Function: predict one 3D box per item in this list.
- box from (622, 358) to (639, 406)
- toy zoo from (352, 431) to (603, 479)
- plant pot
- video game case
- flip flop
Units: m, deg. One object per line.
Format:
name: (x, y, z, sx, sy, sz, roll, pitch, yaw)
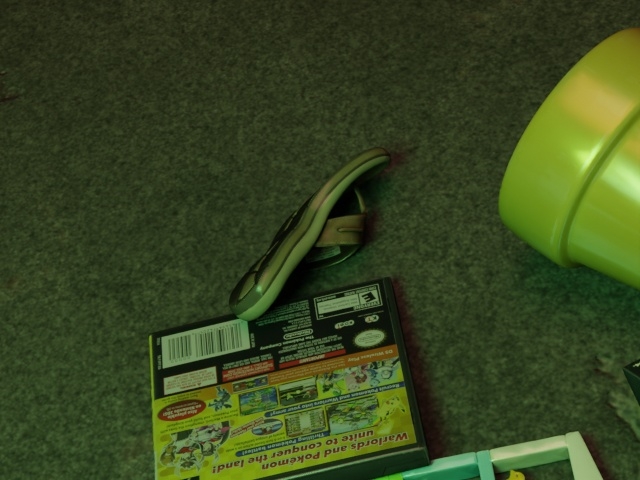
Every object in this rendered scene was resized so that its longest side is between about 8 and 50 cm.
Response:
box: (0.412, 0.143, 1.368, 0.184, 0.103, 0.261, -26, 14, -6)
toy zoo: (0.166, 0.286, 1.457, 0.293, 0.030, 0.192, -12, 49, 6)
plant pot: (0.348, -0.047, 1.551, 0.254, 0.254, 0.239, -41, 64, -19)
video game case: (-0.040, 0.161, 1.593, 0.274, 0.035, 0.248, -14, 42, 4)
flip flop: (0.000, 0.000, 1.699, 0.080, 0.112, 0.277, 41, 51, -5)
